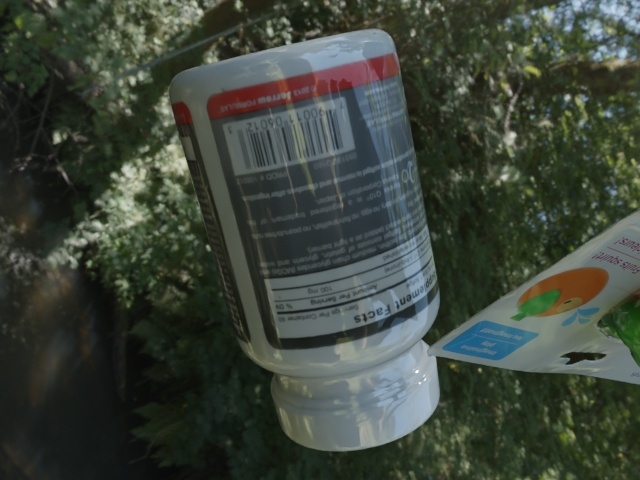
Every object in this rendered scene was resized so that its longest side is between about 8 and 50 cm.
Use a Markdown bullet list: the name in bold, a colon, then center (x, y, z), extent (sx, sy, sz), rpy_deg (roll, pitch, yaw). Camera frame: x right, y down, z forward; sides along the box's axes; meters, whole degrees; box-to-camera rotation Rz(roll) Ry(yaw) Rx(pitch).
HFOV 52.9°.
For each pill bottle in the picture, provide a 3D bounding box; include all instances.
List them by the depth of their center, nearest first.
- **pill bottle**: center (0.000, 0.000, 0.623), extent (0.210, 0.210, 0.363), rpy_deg (-93, 170, -74)

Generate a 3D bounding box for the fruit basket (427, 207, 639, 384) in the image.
- **fruit basket**: center (0.297, 0.017, 0.405), extent (0.327, 0.353, 0.166), rpy_deg (15, 41, -37)
